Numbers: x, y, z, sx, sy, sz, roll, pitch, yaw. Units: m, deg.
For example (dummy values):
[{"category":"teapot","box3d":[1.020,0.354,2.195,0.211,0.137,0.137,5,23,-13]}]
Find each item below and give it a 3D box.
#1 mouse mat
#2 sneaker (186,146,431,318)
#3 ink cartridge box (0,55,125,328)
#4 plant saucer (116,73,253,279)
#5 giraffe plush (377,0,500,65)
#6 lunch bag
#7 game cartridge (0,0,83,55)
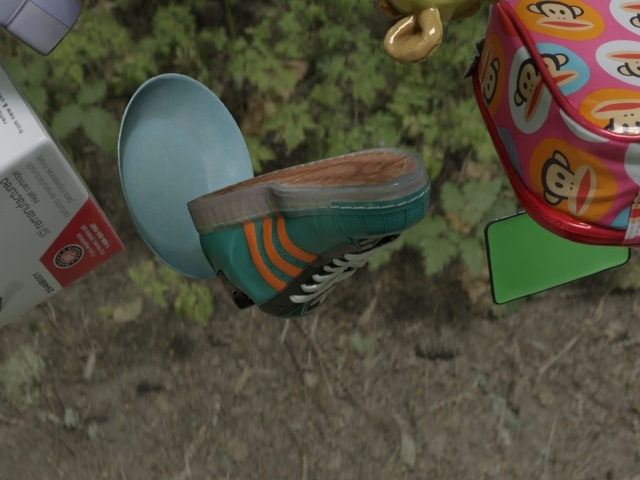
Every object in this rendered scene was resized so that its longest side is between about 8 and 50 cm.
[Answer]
[{"category":"mouse mat","box3d":[0.296,0.004,1.727,0.190,0.152,0.007,-18,45,-5]},{"category":"sneaker","box3d":[0.000,0.000,1.148,0.108,0.302,0.121,-24,100,-30]},{"category":"ink cartridge box","box3d":[-0.317,0.001,1.083,0.273,0.197,0.114,-32,63,-5]},{"category":"plant saucer","box3d":[-0.133,-0.057,1.301,0.037,0.195,0.195,-11,54,35]},{"category":"giraffe plush","box3d":[0.082,-0.200,0.786,0.210,0.170,0.181,53,32,-7]},{"category":"lunch bag","box3d":[0.260,-0.113,0.992,0.293,0.120,0.258,-1,41,-13]},{"category":"game cartridge","box3d":[-0.313,-0.257,1.053,0.068,0.230,0.355,-49,29,1]}]
